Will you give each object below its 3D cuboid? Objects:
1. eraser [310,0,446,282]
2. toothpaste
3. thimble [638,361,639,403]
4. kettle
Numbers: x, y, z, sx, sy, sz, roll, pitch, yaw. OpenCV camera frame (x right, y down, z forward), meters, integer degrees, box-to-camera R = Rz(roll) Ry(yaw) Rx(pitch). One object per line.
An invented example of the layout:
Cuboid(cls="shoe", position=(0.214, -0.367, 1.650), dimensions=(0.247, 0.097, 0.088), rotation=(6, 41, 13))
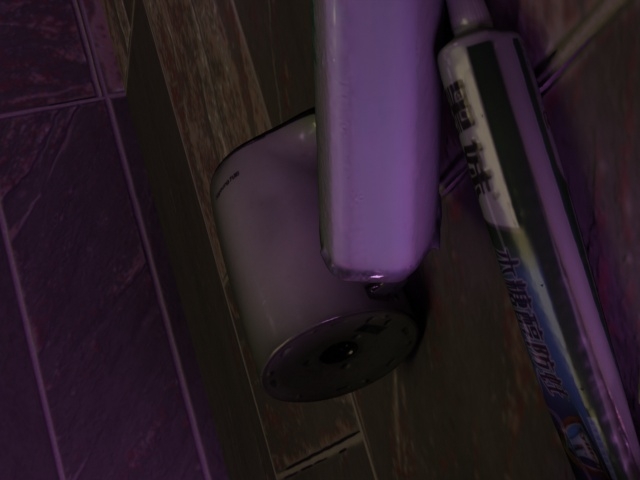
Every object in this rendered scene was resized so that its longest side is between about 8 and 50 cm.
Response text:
Cuboid(cls="eraser", position=(0.046, -0.136, 0.821), dimensions=(0.189, 0.104, 0.290), rotation=(-71, -18, -54))
Cuboid(cls="toothpaste", position=(0.146, 0.007, 0.726), dimensions=(0.099, 0.061, 0.392), rotation=(137, 118, -79))
Cuboid(cls="thimble", position=(0.199, 0.035, 0.264), dimensions=(0.237, 0.237, 0.150), rotation=(95, 156, -48))
Cuboid(cls="kettle", position=(0.000, 0.000, 1.092), dimensions=(0.240, 0.165, 0.255), rotation=(-48, 47, 35))
